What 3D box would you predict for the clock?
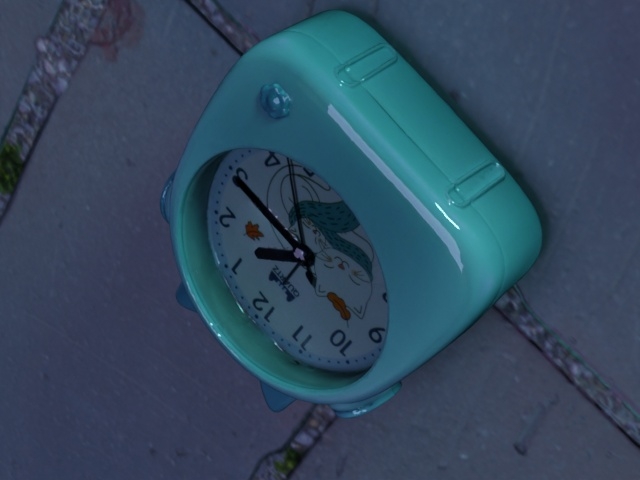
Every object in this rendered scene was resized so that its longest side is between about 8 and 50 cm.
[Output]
[{"bbox_3d":[0.000,0.000,1.227,0.223,0.094,0.274,50,137,8],"label":"clock"}]
